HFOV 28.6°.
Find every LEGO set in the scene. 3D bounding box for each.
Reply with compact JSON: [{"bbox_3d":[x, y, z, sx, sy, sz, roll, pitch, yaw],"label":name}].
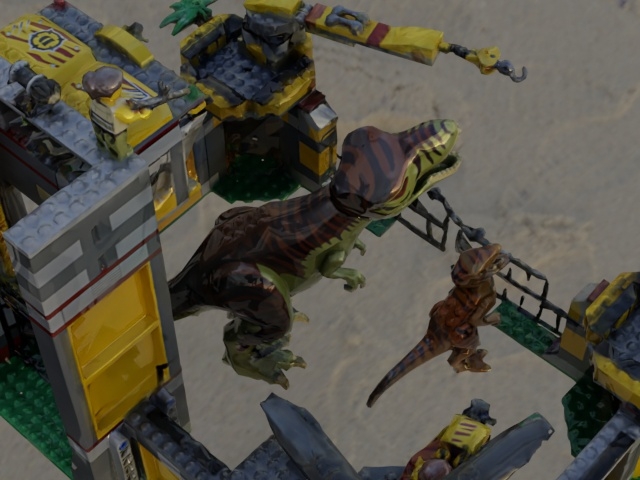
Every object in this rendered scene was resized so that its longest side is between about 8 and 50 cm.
[{"bbox_3d":[0.000,0.000,0.440,0.255,0.192,0.331,-33,59,-23],"label":"LEGO set"}]
